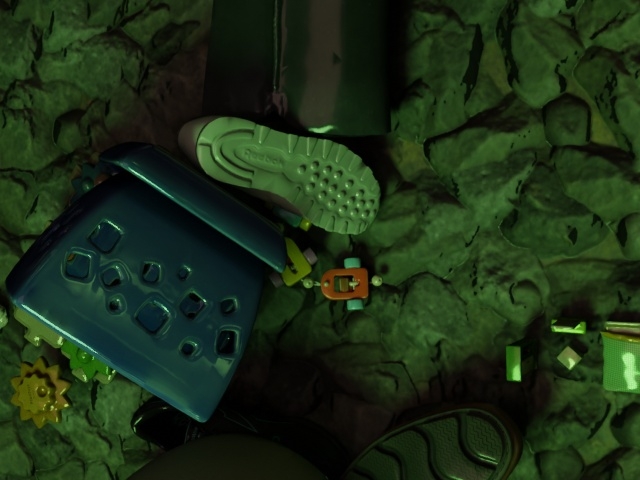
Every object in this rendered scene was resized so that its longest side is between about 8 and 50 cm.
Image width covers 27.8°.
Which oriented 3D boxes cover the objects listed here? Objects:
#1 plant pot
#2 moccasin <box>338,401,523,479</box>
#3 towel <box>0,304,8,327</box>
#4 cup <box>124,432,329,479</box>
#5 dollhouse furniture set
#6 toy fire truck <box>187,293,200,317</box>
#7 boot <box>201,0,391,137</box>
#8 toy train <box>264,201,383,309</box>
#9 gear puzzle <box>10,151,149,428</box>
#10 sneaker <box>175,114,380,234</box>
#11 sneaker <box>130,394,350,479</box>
[{"bbox_3d":[-0.176,0.027,1.361,0.236,0.236,0.212,33,85,-15],"label":"plant pot"},{"bbox_3d":[0.084,0.309,1.402,0.139,0.147,0.380,50,118,27],"label":"moccasin"},{"bbox_3d":[-0.621,0.127,1.645,0.332,0.053,0.317,30,64,15],"label":"towel"},{"bbox_3d":[-0.140,0.372,1.299,0.331,0.237,0.331,-1,88,27],"label":"cup"},{"bbox_3d":[0.271,0.120,1.321,0.152,0.058,0.076,2,98,25],"label":"dollhouse furniture set"},{"bbox_3d":[-0.206,0.050,1.546,0.192,0.047,0.135,-4,92,24],"label":"toy fire truck"},{"bbox_3d":[0.058,-0.321,1.314,0.367,0.146,0.445,12,99,32],"label":"boot"},{"bbox_3d":[0.000,0.000,1.446,0.125,0.046,0.166,-7,83,0],"label":"toy train"},{"bbox_3d":[-0.291,0.071,1.530,0.175,0.044,0.339,33,104,17],"label":"gear puzzle"},{"bbox_3d":[-0.041,-0.075,1.374,0.095,0.235,0.090,12,78,61],"label":"sneaker"},{"bbox_3d":[-0.096,0.242,1.488,0.267,0.106,0.101,16,101,21],"label":"sneaker"}]
